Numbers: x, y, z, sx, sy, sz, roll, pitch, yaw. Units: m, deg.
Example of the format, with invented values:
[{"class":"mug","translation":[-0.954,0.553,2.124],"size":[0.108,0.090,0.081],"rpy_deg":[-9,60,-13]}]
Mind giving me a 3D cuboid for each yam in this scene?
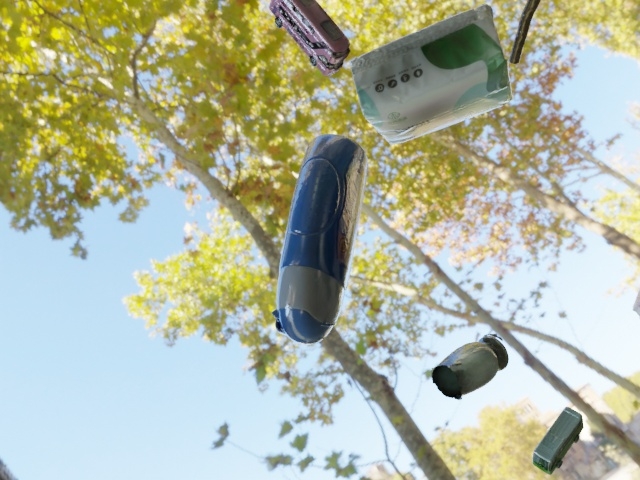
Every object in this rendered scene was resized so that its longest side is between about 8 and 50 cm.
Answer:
[{"class":"yam","translation":[0.649,-0.701,1.737],"size":[0.327,0.045,0.045],"rpy_deg":[88,-156,-53]}]

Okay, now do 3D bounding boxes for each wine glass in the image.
[{"class":"wine glass","translation":[0.377,0.316,1.392],"size":[0.204,0.111,0.111],"rpy_deg":[-19,-36,-37]}]

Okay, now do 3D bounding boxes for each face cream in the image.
[{"class":"face cream","translation":[0.000,0.000,0.700],"size":[0.083,0.264,0.149],"rpy_deg":[3,-24,19]}]

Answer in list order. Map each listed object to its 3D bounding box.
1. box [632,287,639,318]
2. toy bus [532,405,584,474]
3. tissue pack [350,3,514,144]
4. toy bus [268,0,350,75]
[{"class":"box","translation":[0.727,0.051,1.110],"size":[0.220,0.091,0.274],"rpy_deg":[-21,-53,-67]},{"class":"toy bus","translation":[0.304,0.255,0.710],"size":[0.083,0.031,0.037],"rpy_deg":[-41,-47,-23]},{"class":"tissue pack","translation":[0.288,-0.400,1.397],"size":[0.356,0.194,0.266],"rpy_deg":[-18,-14,19]},{"class":"toy bus","translation":[-0.023,-0.441,1.151],"size":[0.063,0.203,0.090],"rpy_deg":[-37,-4,-30]}]
